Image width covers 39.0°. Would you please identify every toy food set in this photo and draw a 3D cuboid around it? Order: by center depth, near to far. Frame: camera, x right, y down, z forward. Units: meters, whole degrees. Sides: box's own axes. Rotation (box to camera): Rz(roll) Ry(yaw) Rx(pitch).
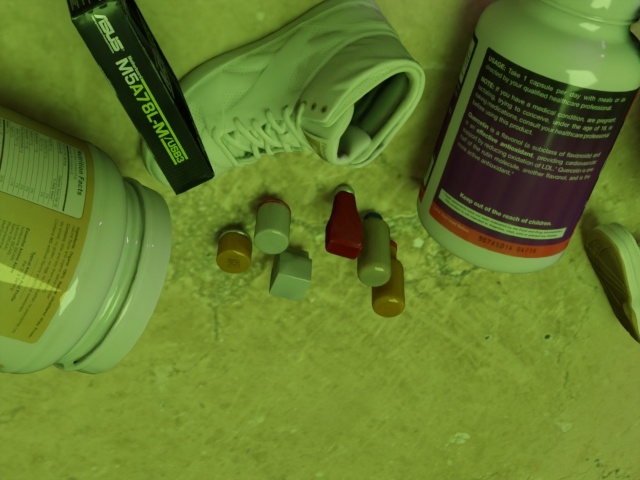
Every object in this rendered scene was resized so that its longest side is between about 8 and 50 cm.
[{"bbox_3d":[0.000,0.000,1.058,0.232,0.104,0.111,14,134,-11],"label":"toy food set"}]

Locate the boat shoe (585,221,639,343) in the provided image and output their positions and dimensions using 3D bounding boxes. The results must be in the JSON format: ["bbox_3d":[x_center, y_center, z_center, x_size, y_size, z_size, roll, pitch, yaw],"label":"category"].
[{"bbox_3d":[0.449,0.045,1.271,0.096,0.098,0.277,-35,141,4],"label":"boat shoe"}]

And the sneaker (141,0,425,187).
[{"bbox_3d":[-0.041,-0.117,0.880,0.292,0.169,0.108,-34,133,6],"label":"sneaker"}]

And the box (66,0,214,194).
[{"bbox_3d":[-0.162,-0.161,0.778,0.045,0.191,0.184,-25,131,-2],"label":"box"}]

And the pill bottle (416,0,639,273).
[{"bbox_3d":[0.230,-0.135,0.974,0.181,0.181,0.323,0,126,-24],"label":"pill bottle"}]

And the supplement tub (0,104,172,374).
[{"bbox_3d":[-0.316,-0.011,0.800,0.316,0.228,0.228,23,114,-36],"label":"supplement tub"}]
